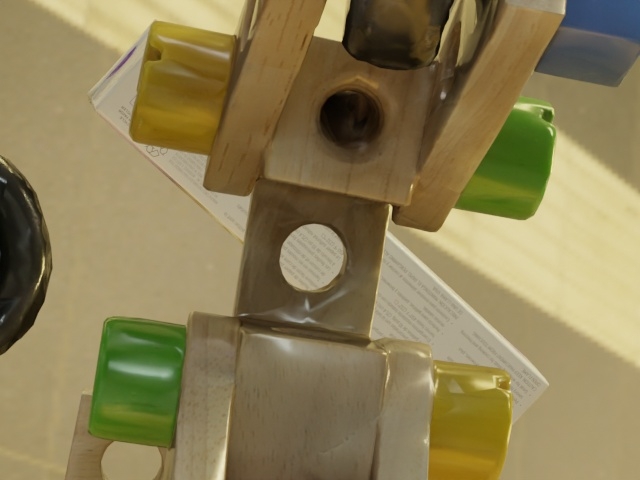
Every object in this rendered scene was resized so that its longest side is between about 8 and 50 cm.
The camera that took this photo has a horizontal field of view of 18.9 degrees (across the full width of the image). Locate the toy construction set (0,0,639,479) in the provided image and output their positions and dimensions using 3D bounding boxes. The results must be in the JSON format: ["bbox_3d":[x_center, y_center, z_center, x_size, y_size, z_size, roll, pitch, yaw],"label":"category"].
[{"bbox_3d":[0.033,0.018,0.546,0.237,0.309,0.257,131,-57,-86],"label":"toy construction set"}]

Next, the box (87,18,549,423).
[{"bbox_3d":[0.000,0.000,1.148,0.324,0.063,0.067,41,93,-17],"label":"box"}]
